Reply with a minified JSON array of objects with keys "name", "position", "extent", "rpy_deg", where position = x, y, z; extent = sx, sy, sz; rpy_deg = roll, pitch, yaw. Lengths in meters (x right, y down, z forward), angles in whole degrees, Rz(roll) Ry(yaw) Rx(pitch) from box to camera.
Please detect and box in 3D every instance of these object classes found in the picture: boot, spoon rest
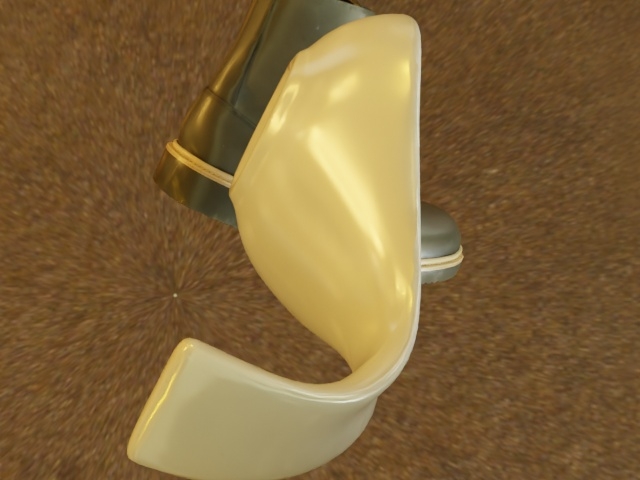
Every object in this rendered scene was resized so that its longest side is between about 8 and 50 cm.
[{"name":"boot","position":[0.024,-0.059,0.763],"extent":[0.198,0.077,0.137],"rpy_deg":[16,106,-39]},{"name":"spoon rest","position":[0.000,0.000,0.577],"extent":[0.084,0.276,0.137],"rpy_deg":[27,123,-6]}]
